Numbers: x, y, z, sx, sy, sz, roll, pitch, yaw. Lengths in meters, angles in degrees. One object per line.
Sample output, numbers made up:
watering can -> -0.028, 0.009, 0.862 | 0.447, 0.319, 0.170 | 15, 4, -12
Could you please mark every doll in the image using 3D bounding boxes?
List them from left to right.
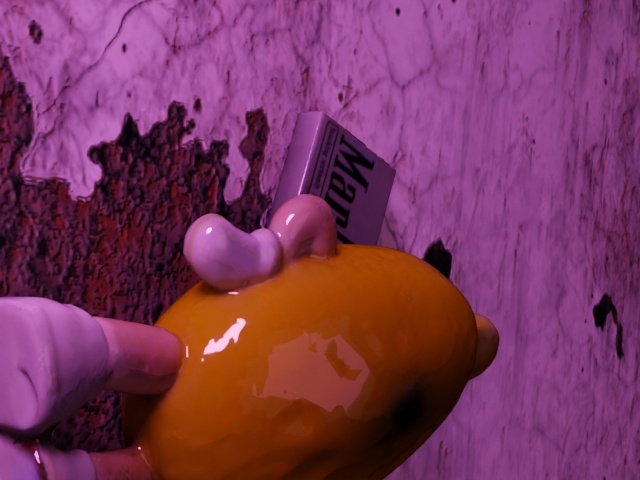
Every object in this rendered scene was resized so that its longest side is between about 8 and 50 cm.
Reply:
doll -> -0.065, 0.130, 1.055 | 0.423, 0.161, 0.348 | 33, 88, -49

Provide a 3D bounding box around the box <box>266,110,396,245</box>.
box -> 0.000, 0.000, 1.240 | 0.115, 0.036, 0.177 | 37, 62, -48
